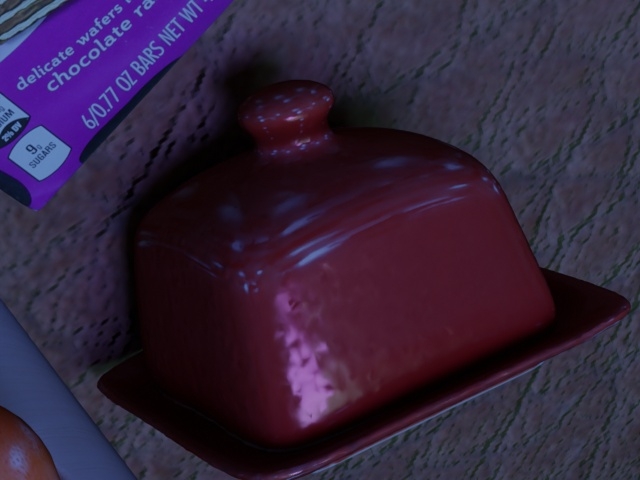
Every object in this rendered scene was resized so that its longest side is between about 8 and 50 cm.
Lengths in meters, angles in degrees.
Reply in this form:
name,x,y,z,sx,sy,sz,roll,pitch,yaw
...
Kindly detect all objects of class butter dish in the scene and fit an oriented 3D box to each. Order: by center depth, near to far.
name,x,y,z,sx,sy,sz,roll,pitch,yaw
butter dish,0.000,0.000,0.669,0.160,0.160,0.118,-24,110,-22

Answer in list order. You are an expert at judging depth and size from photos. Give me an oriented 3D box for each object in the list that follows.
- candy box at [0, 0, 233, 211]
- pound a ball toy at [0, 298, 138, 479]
name,x,y,z,sx,sy,sz,roll,pitch,yaw
candy box,-0.111,-0.132,0.519,0.159,0.071,0.233,-47,136,3
pound a ball toy,-0.155,0.068,0.455,0.208,0.319,0.136,-1,121,-36
